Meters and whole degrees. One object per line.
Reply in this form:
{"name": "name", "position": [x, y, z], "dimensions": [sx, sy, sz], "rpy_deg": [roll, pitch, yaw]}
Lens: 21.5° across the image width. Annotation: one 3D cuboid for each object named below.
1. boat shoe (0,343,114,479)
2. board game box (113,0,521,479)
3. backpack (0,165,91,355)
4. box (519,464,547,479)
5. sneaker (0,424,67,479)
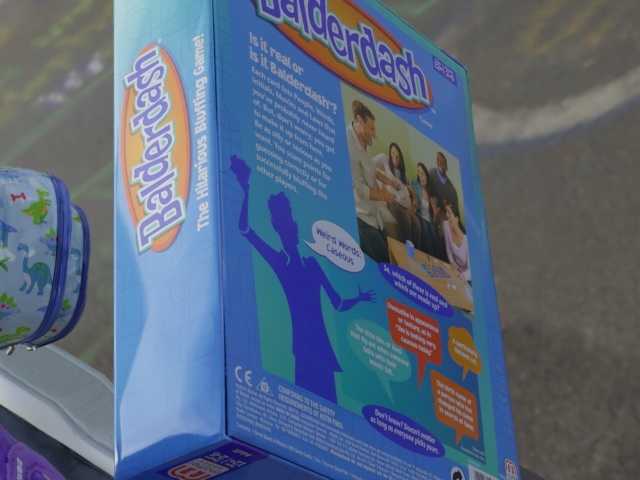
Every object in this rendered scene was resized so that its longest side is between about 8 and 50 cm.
{"name": "boat shoe", "position": [-0.120, 0.170, 1.095], "dimensions": [0.114, 0.302, 0.091], "rpy_deg": [-13, -47, -61]}
{"name": "board game box", "position": [0.000, 0.000, 0.571], "dimensions": [0.047, 0.160, 0.210], "rpy_deg": [-25, 53, 31]}
{"name": "backpack", "position": [-0.172, 0.011, 0.917], "dimensions": [0.114, 0.084, 0.105], "rpy_deg": [-15, 70, 57]}
{"name": "box", "position": [0.084, 0.247, 1.172], "dimensions": [0.207, 0.153, 0.108], "rpy_deg": [-58, 11, 6]}
{"name": "sneaker", "position": [-0.063, 0.111, 0.474], "dimensions": [0.104, 0.236, 0.095], "rpy_deg": [-20, 29, 6]}
